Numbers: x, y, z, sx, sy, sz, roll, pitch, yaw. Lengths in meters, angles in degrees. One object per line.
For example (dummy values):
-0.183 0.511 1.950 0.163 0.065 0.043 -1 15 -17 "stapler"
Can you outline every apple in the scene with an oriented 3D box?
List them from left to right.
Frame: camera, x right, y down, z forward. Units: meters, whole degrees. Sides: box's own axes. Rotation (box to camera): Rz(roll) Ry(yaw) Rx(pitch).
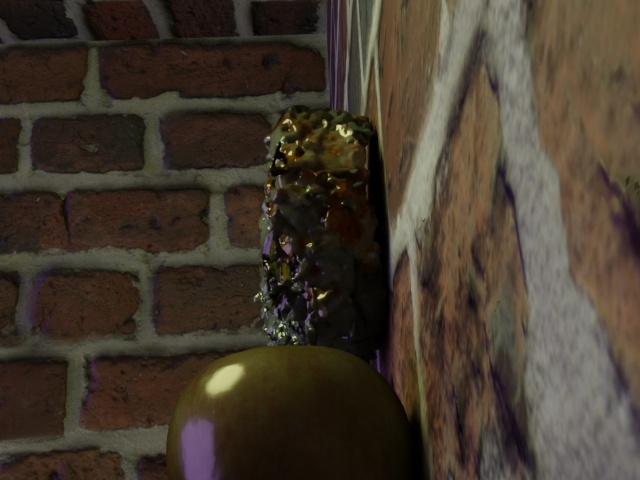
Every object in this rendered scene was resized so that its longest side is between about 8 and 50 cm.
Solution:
-0.029 0.235 0.822 0.257 0.257 0.233 89 178 -64 "apple"

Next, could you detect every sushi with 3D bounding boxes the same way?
0.000 0.005 1.207 0.417 0.176 0.417 -179 90 -82 "sushi"
